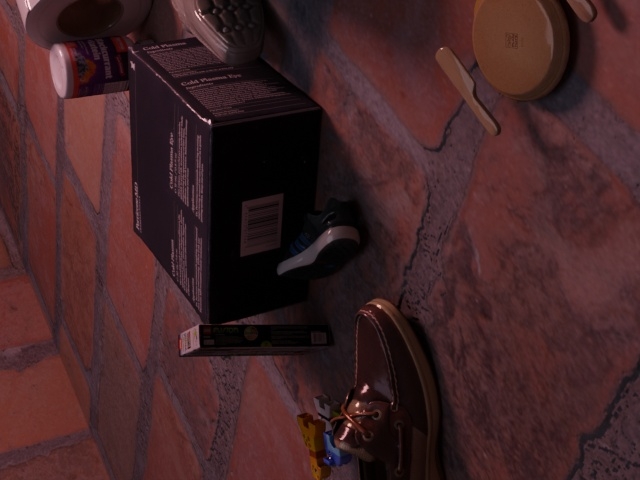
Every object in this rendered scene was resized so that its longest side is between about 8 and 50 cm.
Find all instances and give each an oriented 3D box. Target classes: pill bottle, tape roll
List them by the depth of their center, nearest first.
[{"bbox_3d":[-0.460,-0.493,1.925,0.169,0.246,0.246,68,152,16],"label":"tape roll"},{"bbox_3d":[-0.411,-0.337,1.953,0.108,0.193,0.108,36,132,52],"label":"pill bottle"}]

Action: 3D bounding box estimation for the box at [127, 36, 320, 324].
[{"bbox_3d":[-0.159,-0.103,1.579,0.312,0.179,0.343,44,138,45],"label":"box"}]

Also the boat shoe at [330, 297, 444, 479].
[{"bbox_3d":[0.078,0.251,1.332,0.123,0.123,0.342,10,111,62],"label":"boat shoe"}]

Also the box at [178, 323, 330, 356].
[{"bbox_3d":[-0.102,0.153,1.547,0.114,0.207,0.036,152,117,-63],"label":"box"}]

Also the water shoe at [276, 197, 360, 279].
[{"bbox_3d":[0.000,0.000,1.456,0.203,0.073,0.080,-32,54,56],"label":"water shoe"}]

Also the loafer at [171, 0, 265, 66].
[{"bbox_3d":[-0.164,-0.358,1.566,0.111,0.112,0.319,97,156,-44],"label":"loafer"}]

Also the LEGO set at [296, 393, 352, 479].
[{"bbox_3d":[0.027,0.310,1.503,0.227,0.087,0.093,16,115,62],"label":"LEGO set"}]

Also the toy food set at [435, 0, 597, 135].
[{"bbox_3d":[0.199,-0.203,0.999,0.132,0.038,0.192,60,144,18],"label":"toy food set"}]
